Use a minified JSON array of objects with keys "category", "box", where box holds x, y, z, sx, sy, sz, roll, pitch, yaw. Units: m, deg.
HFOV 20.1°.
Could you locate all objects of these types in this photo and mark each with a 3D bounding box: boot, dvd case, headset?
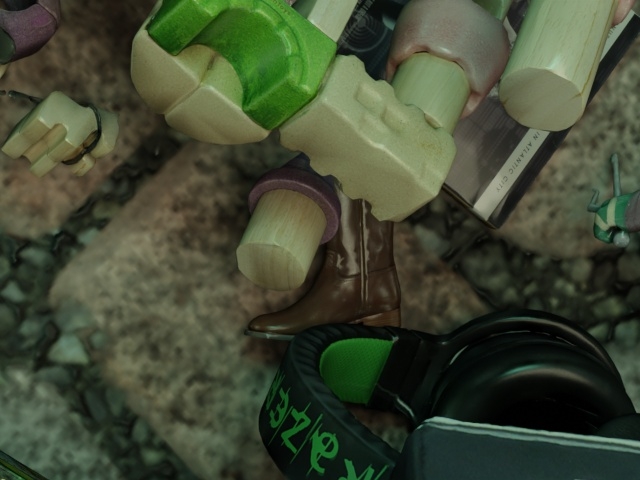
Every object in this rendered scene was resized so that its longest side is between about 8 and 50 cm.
[{"category":"boot","box":[0.000,0.000,1.069,0.106,0.037,0.114,-7,98,-30]},{"category":"dvd case","box":[0.071,-0.137,1.095,0.221,0.018,0.164,38,81,-13]},{"category":"headset","box":[0.139,0.162,1.030,0.394,0.243,0.185,13,108,-30]}]

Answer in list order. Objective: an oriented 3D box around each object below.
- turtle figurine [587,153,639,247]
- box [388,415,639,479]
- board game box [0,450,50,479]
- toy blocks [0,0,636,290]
[{"category":"turtle figurine","box":[0.253,-0.008,1.076,0.175,0.118,0.234,5,63,-20]},{"category":"box","box":[0.109,0.323,0.737,0.212,0.293,0.395,7,49,-11]},{"category":"board game box","box":[-0.148,0.147,0.980,0.260,0.136,0.030,34,84,-16]},{"category":"toy blocks","box":[-0.014,-0.173,0.976,0.289,0.309,0.260,37,49,-17]}]
